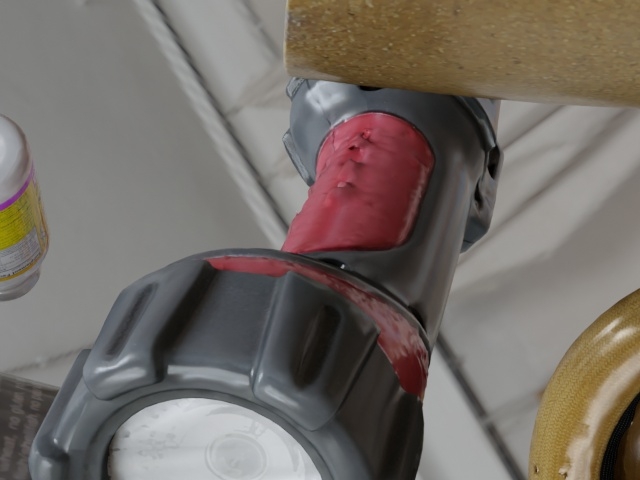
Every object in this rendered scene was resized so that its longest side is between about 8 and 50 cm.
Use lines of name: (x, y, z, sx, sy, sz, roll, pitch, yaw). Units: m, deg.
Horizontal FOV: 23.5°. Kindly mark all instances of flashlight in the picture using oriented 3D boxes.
flashlight: (0.000, 0.000, 0.524, 0.304, 0.103, 0.103, -69, -20, -59)

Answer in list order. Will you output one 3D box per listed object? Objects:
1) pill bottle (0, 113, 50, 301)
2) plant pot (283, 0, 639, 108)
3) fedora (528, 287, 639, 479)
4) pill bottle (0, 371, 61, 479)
pill bottle: (-0.127, -0.010, 0.589, 0.043, 0.083, 0.043, 1, -122, -2)
plant pot: (0.141, -0.127, 0.375, 0.254, 0.237, 0.237, 14, -143, 2)
fedora: (0.182, 0.091, 0.637, 0.194, 0.194, 0.079, 53, -150, 0)
pill bottle: (-0.168, 0.123, 0.598, 0.283, 0.161, 0.161, 16, -138, -13)
